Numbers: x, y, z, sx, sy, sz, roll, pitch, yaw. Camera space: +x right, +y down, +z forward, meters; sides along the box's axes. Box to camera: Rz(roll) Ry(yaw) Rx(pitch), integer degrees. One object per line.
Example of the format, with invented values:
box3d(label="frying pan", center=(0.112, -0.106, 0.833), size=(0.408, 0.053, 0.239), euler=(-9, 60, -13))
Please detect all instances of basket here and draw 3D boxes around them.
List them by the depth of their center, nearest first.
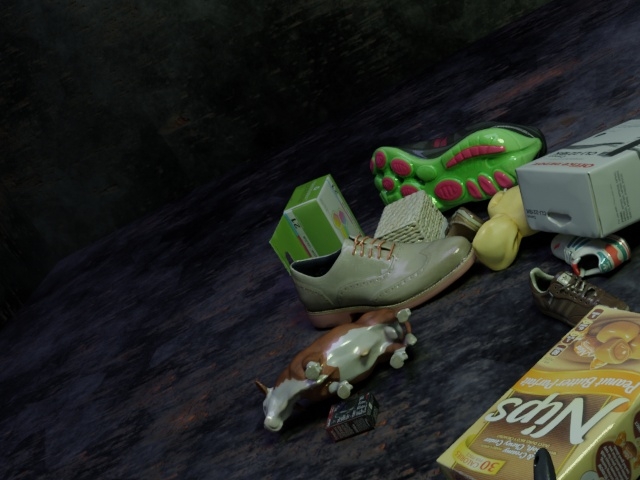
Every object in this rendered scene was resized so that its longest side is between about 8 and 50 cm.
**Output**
box3d(label="basket", center=(0.187, -0.017, 1.903), size=(0.113, 0.103, 0.167), euler=(-24, 21, 25))

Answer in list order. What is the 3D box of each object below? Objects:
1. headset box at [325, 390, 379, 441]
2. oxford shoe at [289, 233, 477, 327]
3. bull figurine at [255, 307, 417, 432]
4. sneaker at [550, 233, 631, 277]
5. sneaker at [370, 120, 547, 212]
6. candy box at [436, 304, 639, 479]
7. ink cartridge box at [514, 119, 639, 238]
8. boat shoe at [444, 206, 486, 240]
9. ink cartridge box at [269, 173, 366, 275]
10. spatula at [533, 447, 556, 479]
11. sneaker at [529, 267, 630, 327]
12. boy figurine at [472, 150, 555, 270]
box3d(label="headset box", center=(0.048, 0.282, 1.471), size=(0.083, 0.032, 0.062), euler=(-25, 19, 21))
box3d(label="oxford shoe", center=(0.109, 0.055, 1.773), size=(0.397, 0.147, 0.140), euler=(-21, 21, 29))
box3d(label="bull figurine", center=(0.029, 0.208, 1.549), size=(0.310, 0.101, 0.188), euler=(-35, 6, -17))
box3d(label="sneaker", center=(0.421, 0.023, 1.501), size=(0.075, 0.057, 0.161), euler=(-34, 20, -24))
box3d(label="sneaker", center=(0.298, -0.158, 2.048), size=(0.202, 0.185, 0.482), euler=(-23, 13, -37))
box3d(label="candy box", center=(0.316, 0.217, 1.120), size=(0.316, 0.088, 0.183), euler=(-38, 20, -19))
box3d(label="ink cartridge box", center=(0.495, -0.109, 1.540), size=(0.272, 0.114, 0.197), euler=(-23, 15, -20))
box3d(label="boat shoe", center=(0.278, -0.018, 1.805), size=(0.072, 0.068, 0.190), euler=(-51, -4, 0))
box3d(label="ink cartridge box", center=(0.000, 0.000, 2.027), size=(0.097, 0.189, 0.255), euler=(-22, 22, 23))
box3d(label="spatula", center=(0.242, 0.325, 0.894), size=(0.296, 0.030, 0.084), euler=(-95, 18, -48))
box3d(label="sneaker", center=(0.378, 0.085, 1.388), size=(0.066, 0.071, 0.188), euler=(-38, 19, -19))
box3d(label="boy figurine", center=(0.389, -0.055, 1.698), size=(0.177, 0.092, 0.285), euler=(14, 49, 47))
